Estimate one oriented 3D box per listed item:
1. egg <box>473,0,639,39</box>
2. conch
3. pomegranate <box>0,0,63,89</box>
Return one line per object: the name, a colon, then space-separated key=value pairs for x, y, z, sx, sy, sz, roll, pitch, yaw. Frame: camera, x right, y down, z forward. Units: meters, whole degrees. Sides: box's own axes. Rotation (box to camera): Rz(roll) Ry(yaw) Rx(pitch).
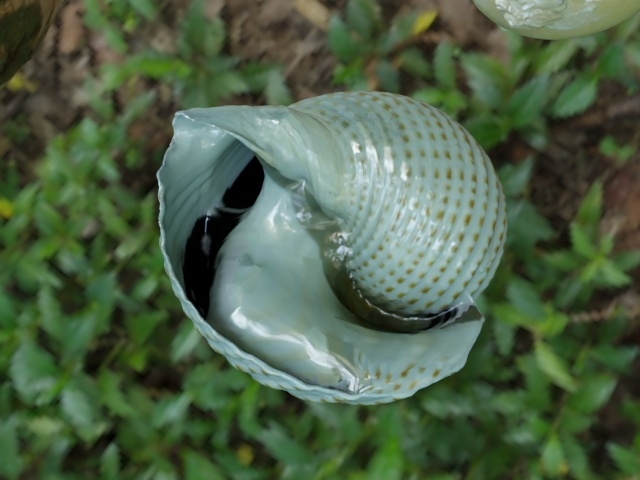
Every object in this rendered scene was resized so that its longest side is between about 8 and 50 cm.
egg: x=0.176 y=-0.224 z=1.289 sx=0.164 sy=0.164 sz=0.201 roll=40 pitch=141 yaw=-7
conch: x=-0.001 y=0.006 z=1.639 sx=0.319 sy=0.303 sz=0.215 roll=18 pitch=158 yaw=-8
pomegranate: x=-0.270 y=-0.201 z=1.061 sx=0.322 sy=0.322 sz=0.322 roll=20 pitch=140 yaw=18
